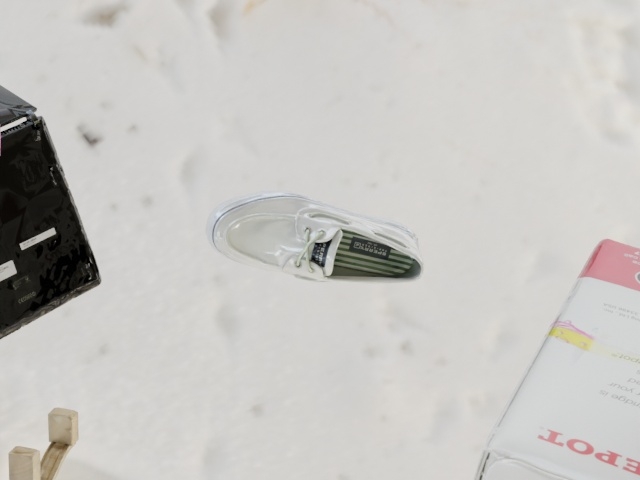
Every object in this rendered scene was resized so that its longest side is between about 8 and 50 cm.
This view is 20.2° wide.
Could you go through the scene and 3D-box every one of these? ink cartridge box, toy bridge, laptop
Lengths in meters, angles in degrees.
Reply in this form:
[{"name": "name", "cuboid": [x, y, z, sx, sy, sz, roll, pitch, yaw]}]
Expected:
[{"name": "ink cartridge box", "cuboid": [0.233, 0.141, 1.135, 0.226, 0.131, 0.306, 20, 32, 14]}, {"name": "toy bridge", "cuboid": [-0.255, 0.209, 1.550, 0.188, 0.026, 0.063, -46, 141, -64]}, {"name": "laptop", "cuboid": [-0.356, -0.035, 1.596, 0.234, 0.137, 0.264, -31, 107, -44]}]

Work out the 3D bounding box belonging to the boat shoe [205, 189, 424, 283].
[{"name": "boat shoe", "cuboid": [0.000, 0.000, 1.816, 0.226, 0.076, 0.083, 3, 109, -16]}]
